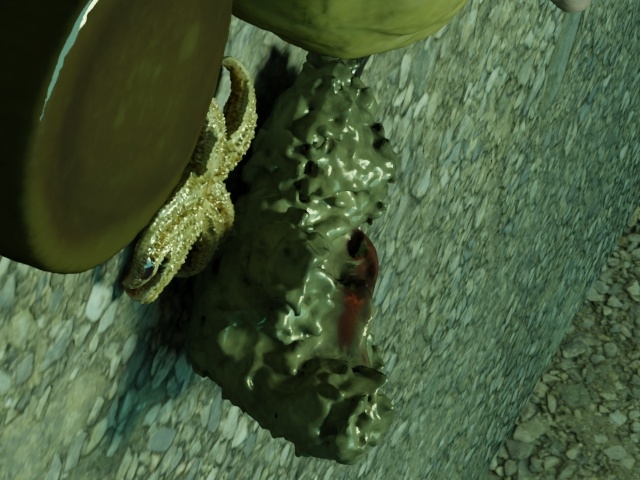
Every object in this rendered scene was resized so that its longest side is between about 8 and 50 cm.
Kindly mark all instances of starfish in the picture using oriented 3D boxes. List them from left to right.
[{"bbox_3d":[-0.113,-0.056,1.704,0.216,0.071,0.238,84,26,-66],"label":"starfish"}]

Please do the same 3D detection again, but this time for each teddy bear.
[{"bbox_3d":[0.000,0.000,1.867,0.357,0.224,0.367,-80,-172,-82],"label":"teddy bear"}]

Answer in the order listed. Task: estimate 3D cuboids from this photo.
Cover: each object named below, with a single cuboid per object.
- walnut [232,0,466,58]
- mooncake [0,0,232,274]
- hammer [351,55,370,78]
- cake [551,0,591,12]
[{"bbox_3d":[0.013,-0.287,1.443,0.282,0.277,0.253,-62,-164,3],"label":"walnut"},{"bbox_3d":[-0.179,-0.126,1.281,0.284,0.155,0.284,-59,162,-33],"label":"mooncake"},{"bbox_3d":[0.077,-0.233,2.101,0.201,0.021,0.078,-53,157,-36],"label":"hammer"},{"bbox_3d":[0.204,-0.412,1.912,0.309,0.237,0.230,-69,162,-2],"label":"cake"}]
